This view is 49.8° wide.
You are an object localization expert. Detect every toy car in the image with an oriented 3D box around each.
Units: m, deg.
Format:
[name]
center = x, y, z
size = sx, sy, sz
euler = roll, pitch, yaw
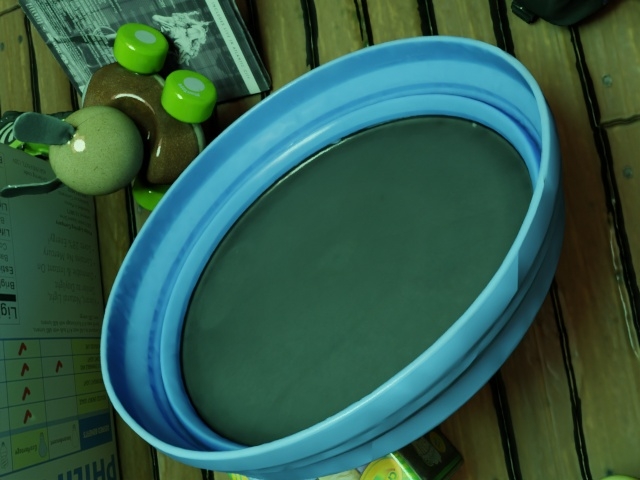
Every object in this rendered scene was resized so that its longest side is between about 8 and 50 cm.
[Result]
[toy car]
center = -0.218, -0.099, 0.661
size = 0.149, 0.188, 0.155
euler = 45, 132, 16

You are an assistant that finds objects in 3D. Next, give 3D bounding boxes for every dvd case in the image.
[dvd case]
center = -0.180, -0.207, 0.717
size = 0.221, 0.165, 0.018
euler = -8, 40, 23

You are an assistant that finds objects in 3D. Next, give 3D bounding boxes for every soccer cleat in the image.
[soccer cleat]
center = -0.348, -0.129, 0.823
size = 0.178, 0.060, 0.072
euler = -16, 66, 21

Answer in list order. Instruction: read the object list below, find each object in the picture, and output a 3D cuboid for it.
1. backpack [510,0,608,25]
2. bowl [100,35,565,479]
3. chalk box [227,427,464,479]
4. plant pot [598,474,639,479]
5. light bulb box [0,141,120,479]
[backpack]
center = 0.204, -0.338, 0.545
size = 0.253, 0.191, 0.225
euler = -47, 69, 7
[bowl]
center = 0.000, 0.000, 0.543
size = 0.391, 0.077, 0.391
euler = -25, 39, 22
[chalk box]
center = 0.026, 0.194, 0.589
size = 0.132, 0.132, 0.213
euler = -45, 69, 12
[plant pot]
center = 0.266, 0.314, 0.427
size = 0.238, 0.254, 0.254
euler = 21, 93, 9
[light bulb box]
center = -0.379, 0.096, 0.633
size = 0.225, 0.358, 0.361
euler = -10, 81, 10
